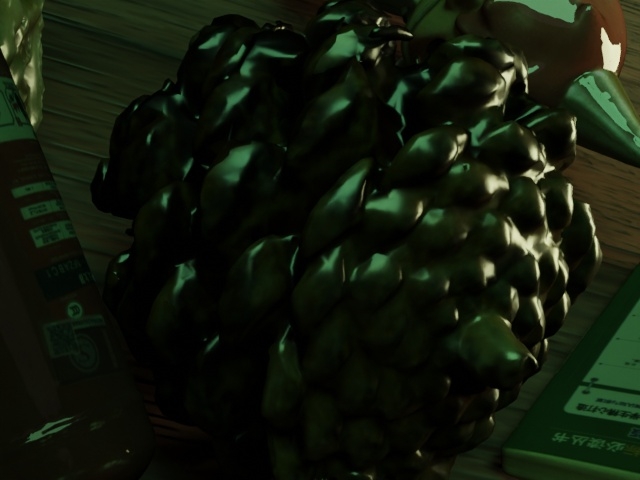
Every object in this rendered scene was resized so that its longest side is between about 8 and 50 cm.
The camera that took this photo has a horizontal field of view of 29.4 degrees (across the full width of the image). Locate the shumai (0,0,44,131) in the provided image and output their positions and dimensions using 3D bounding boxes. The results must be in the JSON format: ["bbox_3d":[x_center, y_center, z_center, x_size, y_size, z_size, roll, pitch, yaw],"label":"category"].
[{"bbox_3d":[-0.239,-0.141,0.626,0.225,0.222,0.261,13,46,-19],"label":"shumai"}]

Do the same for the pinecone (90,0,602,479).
[{"bbox_3d":[0.007,-0.008,0.595,0.243,0.243,0.257,-20,63,-40],"label":"pinecone"}]

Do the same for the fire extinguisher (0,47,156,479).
[{"bbox_3d":[-0.124,0.029,0.506,0.337,0.147,0.106,67,20,1],"label":"fire extinguisher"}]

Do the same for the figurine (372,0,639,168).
[{"bbox_3d":[0.109,-0.160,0.893,0.387,0.166,0.207,48,2,16],"label":"figurine"}]

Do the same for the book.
[{"bbox_3d":[0.252,0.078,0.721,0.202,0.027,0.264,9,31,31],"label":"book"}]
